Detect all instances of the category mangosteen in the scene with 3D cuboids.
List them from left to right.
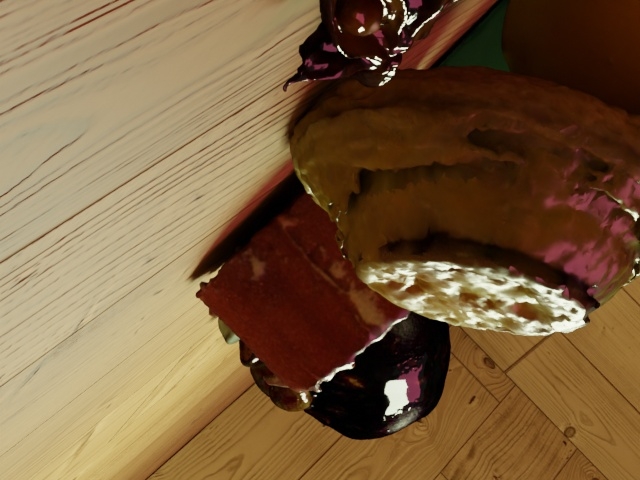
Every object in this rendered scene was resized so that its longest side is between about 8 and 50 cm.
[{"bbox_3d":[0.031,0.135,1.975,0.287,0.288,0.233,105,7,-81],"label":"mangosteen"}]

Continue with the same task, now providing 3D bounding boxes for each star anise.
[{"bbox_3d":[0.048,-0.133,0.738,0.157,0.053,0.212,-45,174,14],"label":"star anise"}]

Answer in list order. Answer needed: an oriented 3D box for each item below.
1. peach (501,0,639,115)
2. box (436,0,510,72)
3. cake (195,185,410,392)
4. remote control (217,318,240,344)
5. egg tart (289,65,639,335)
[{"bbox_3d":[0.289,-0.169,1.050,0.289,0.289,0.308,-39,170,-50],"label":"peach"},{"bbox_3d":[0.247,-0.155,1.350,0.311,0.205,0.118,-44,174,8],"label":"box"},{"bbox_3d":[0.031,0.000,1.262,0.283,0.151,0.177,-45,-173,8],"label":"cake"},{"bbox_3d":[0.000,0.001,1.651,0.309,0.038,0.090,-43,176,-11],"label":"remote control"},{"bbox_3d":[0.112,-0.012,1.009,0.294,0.294,0.123,125,-19,-68],"label":"egg tart"}]
